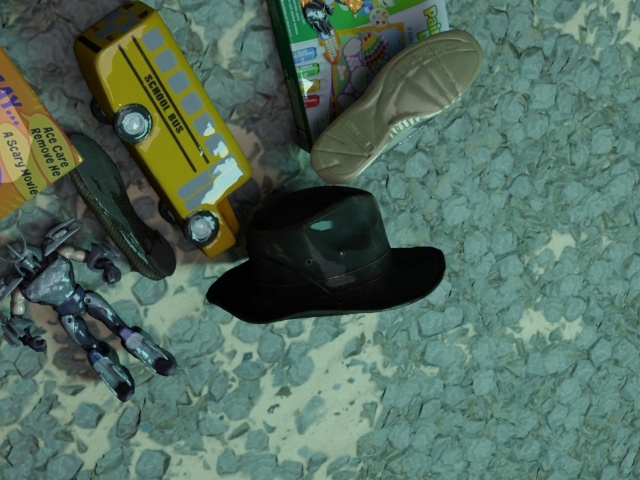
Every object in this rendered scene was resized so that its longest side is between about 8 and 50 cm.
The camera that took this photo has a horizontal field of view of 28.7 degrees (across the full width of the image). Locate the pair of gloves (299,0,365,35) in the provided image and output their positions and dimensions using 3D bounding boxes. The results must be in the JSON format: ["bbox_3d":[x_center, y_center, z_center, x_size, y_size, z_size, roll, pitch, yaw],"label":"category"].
[{"bbox_3d":[0.015,-0.320,1.682,0.083,0.010,0.074,-40,122,-6],"label":"pair of gloves"}]

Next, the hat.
[{"bbox_3d":[0.000,0.000,1.700,0.331,0.331,0.134,-14,107,-22],"label":"hat"}]

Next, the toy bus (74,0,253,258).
[{"bbox_3d":[-0.198,-0.139,1.652,0.130,0.108,0.332,-37,122,-11],"label":"toy bus"}]

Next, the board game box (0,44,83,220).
[{"bbox_3d":[-0.534,-0.163,1.321,0.356,0.356,0.356,-37,122,-9],"label":"board game box"}]

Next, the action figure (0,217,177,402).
[{"bbox_3d":[-0.324,0.093,1.690,0.185,0.099,0.285,-40,119,3],"label":"action figure"}]

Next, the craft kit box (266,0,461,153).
[{"bbox_3d":[0.065,-0.274,1.765,0.247,0.061,0.250,-25,120,-19],"label":"craft kit box"}]

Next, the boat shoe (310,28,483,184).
[{"bbox_3d":[0.100,-0.184,1.733,0.285,0.092,0.103,-43,95,-2],"label":"boat shoe"}]

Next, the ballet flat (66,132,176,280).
[{"bbox_3d":[-0.280,-0.038,1.680,0.058,0.084,0.250,-14,128,27],"label":"ballet flat"}]
